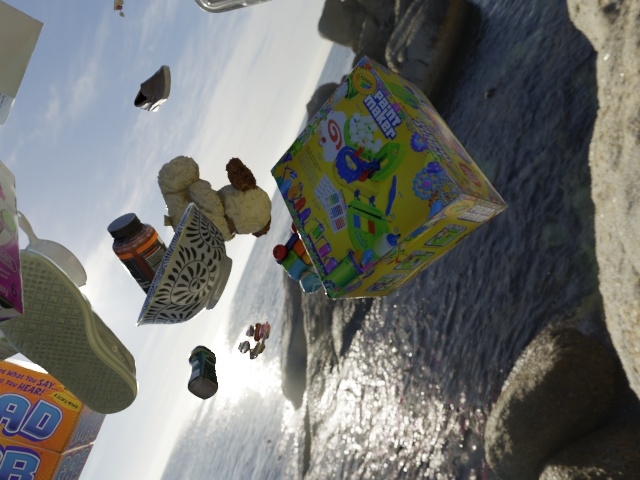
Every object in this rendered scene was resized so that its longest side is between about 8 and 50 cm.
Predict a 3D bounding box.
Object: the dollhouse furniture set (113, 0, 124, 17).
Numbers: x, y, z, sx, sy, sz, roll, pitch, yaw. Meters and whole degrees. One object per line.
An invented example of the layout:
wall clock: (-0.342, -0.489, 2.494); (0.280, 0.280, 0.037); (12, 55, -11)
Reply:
dollhouse furniture set: (-0.422, -0.480, 0.845); (0.114, 0.090, 0.081); (-65, -1, -58)

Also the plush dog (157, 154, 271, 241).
plush dog: (-0.225, -0.066, 1.018); (0.262, 0.225, 0.211); (76, 175, -52)

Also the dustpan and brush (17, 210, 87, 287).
dustpan and brush: (-0.659, 0.030, 1.027); (0.060, 0.147, 0.211); (-106, -6, -63)

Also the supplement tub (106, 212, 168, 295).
supplement tub: (-0.408, 0.034, 1.018); (0.106, 0.106, 0.198); (-79, -27, -52)

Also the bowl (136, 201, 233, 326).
bowl: (-0.166, 0.043, 0.569); (0.170, 0.080, 0.170); (-50, 25, 34)

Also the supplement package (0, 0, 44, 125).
supplement package: (-0.700, -0.376, 0.860); (0.149, 0.203, 0.194); (-16, 61, 45)

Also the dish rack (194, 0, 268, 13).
dish rack: (-0.124, -0.510, 0.652); (0.333, 0.285, 0.072); (68, -166, -56)

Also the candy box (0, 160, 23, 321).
candy box: (-0.425, -0.033, 0.503); (0.159, 0.071, 0.234); (91, 156, -59)

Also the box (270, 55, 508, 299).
box: (0.099, -0.093, 0.762); (0.279, 0.177, 0.290); (-43, 59, 33)

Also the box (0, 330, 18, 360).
box: (-0.752, 0.159, 1.023); (0.103, 0.203, 0.114); (-28, -21, -15)

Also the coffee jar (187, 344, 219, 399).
coffee jar: (-0.388, 0.429, 1.442); (0.079, 0.096, 0.184); (-43, 26, 5)

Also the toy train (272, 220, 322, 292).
toy train: (0.000, 0.000, 1.085); (0.248, 0.105, 0.143); (-53, 52, 18)

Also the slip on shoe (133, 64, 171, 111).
slip on shoe: (-0.316, -0.284, 0.821); (0.135, 0.041, 0.052); (-15, 82, 54)

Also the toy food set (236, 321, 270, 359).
toy food set: (-0.123, 0.192, 0.848); (0.122, 0.019, 0.078); (-3, 60, 65)

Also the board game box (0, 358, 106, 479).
board game box: (-0.895, 0.570, 1.309); (0.356, 0.356, 0.357); (123, 165, -67)

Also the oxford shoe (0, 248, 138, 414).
oxford shoe: (-0.553, 0.203, 0.971); (0.130, 0.169, 0.450); (-122, 10, -58)
